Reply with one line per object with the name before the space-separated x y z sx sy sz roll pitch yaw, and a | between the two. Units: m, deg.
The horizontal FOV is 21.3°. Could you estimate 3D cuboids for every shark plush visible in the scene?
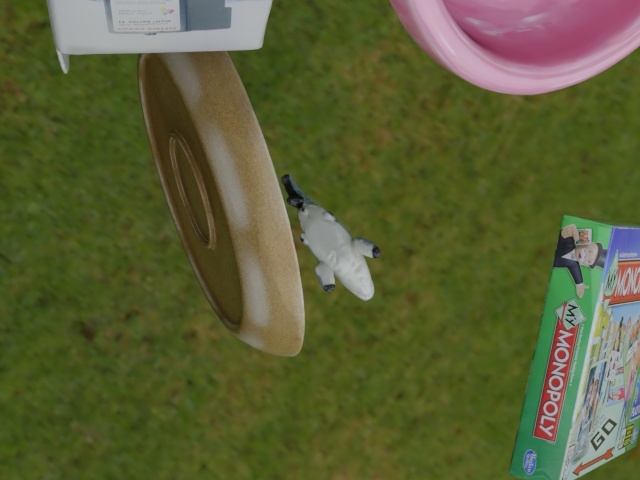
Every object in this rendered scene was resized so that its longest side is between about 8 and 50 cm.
shark plush | 0.000 0.000 1.857 0.073 0.161 0.067 -48 165 1

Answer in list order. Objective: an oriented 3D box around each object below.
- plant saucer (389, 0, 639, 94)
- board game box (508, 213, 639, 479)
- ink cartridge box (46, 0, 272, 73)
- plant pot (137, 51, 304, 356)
plant saucer | 0.138 -0.246 0.941 0.332 0.084 0.332 -27 133 -33
board game box | 0.244 0.088 1.472 0.317 0.046 0.213 0 102 -69
ink cartridge box | -0.081 -0.215 0.835 0.119 0.353 0.207 -2 82 -7
plant pot | -0.069 -0.035 1.057 0.032 0.236 0.236 -18 129 -13
